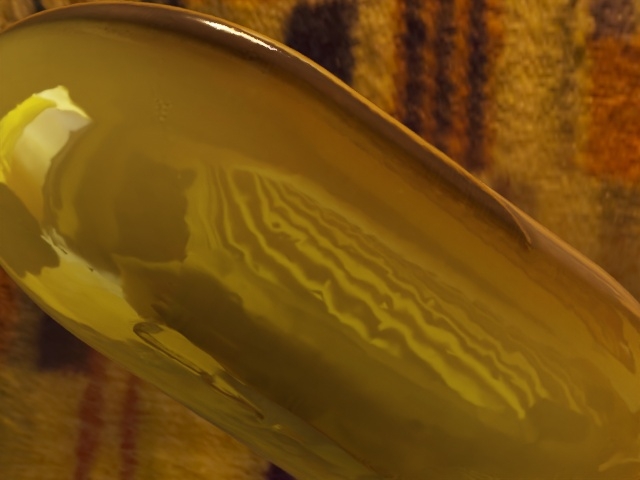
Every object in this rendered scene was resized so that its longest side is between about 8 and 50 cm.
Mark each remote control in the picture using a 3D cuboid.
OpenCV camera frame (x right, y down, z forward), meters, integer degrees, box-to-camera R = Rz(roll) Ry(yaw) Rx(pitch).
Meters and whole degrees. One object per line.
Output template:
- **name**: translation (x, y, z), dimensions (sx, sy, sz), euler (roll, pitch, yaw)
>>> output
- **remote control**: translation (-0.001, 0.025, 0.599), dimensions (0.332, 0.221, 0.103), euler (34, 56, -15)
